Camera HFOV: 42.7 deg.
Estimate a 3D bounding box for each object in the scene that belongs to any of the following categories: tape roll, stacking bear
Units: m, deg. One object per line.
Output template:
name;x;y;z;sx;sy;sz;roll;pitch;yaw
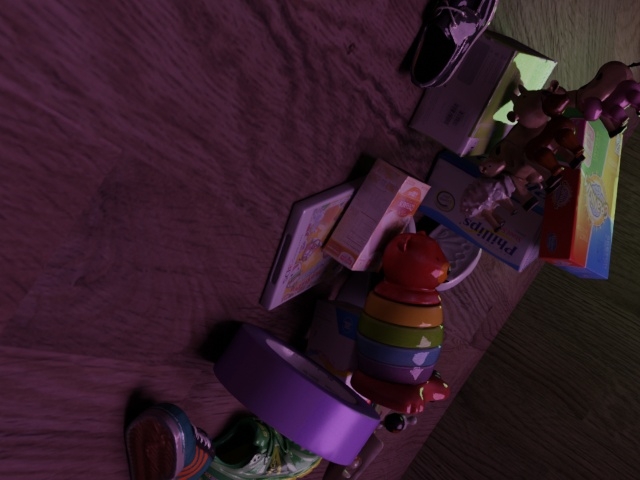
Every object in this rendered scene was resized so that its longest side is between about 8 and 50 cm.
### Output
tape roll;-0.038;0.247;1.338;0.090;0.274;0.275;-55;158;0
tape roll;0.111;0.124;1.748;0.219;0.072;0.219;-44;155;-26
stacking bear;0.150;0.128;1.432;0.175;0.164;0.289;-6;107;-58

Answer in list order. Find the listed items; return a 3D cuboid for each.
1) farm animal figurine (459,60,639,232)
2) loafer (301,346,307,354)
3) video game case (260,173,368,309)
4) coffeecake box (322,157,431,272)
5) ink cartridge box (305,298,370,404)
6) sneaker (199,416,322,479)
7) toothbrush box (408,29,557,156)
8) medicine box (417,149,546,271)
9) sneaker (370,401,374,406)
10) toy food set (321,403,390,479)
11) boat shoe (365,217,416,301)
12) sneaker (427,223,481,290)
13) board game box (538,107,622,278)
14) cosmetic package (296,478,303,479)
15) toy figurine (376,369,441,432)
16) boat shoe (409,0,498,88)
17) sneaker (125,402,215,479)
farm animal figurine;0.406;-0.199;1.467;0.330;0.172;0.327;-28;163;-41
loafer;-0.030;0.324;1.707;0.102;0.092;0.269;-34;149;-44
video game case;0.000;0.000;1.406;0.227;0.026;0.206;-26;144;-51
coffeecake box;0.101;-0.040;1.431;0.185;0.068;0.142;-59;159;9
ink cartridge box;0.037;0.240;1.566;0.078;0.134;0.231;8;96;-39
sneaker;-0.103;0.399;1.570;0.295;0.109;0.124;-13;125;-33
toothbrush box;0.310;-0.277;1.537;0.283;0.122;0.206;-14;135;-61
medicine box;0.401;-0.099;1.781;0.289;0.263;0.149;-28;145;-50
sneaker;0.100;0.439;2.188;0.083;0.071;0.191;-34;159;-55
toy food set;0.123;0.548;2.212;0.220;0.092;0.306;-53;179;19
boat shoe;0.130;0.037;1.603;0.081;0.079;0.228;13;79;-31
sneaker;0.293;0.060;1.903;0.236;0.130;0.323;99;16;-45
board game box;0.529;-0.096;1.652;0.242;0.064;0.317;17;78;-53
cosmetic package;-0.085;0.829;2.208;0.230;0.161;0.453;-45;156;-26
toy figurine;0.173;0.356;2.015;0.209;0.213;0.148;-49;170;-4
boat shoe;0.211;-0.345;1.286;0.079;0.084;0.233;-19;141;-57
sneaker;-0.228;0.320;1.287;0.121;0.108;0.302;-41;162;-35
